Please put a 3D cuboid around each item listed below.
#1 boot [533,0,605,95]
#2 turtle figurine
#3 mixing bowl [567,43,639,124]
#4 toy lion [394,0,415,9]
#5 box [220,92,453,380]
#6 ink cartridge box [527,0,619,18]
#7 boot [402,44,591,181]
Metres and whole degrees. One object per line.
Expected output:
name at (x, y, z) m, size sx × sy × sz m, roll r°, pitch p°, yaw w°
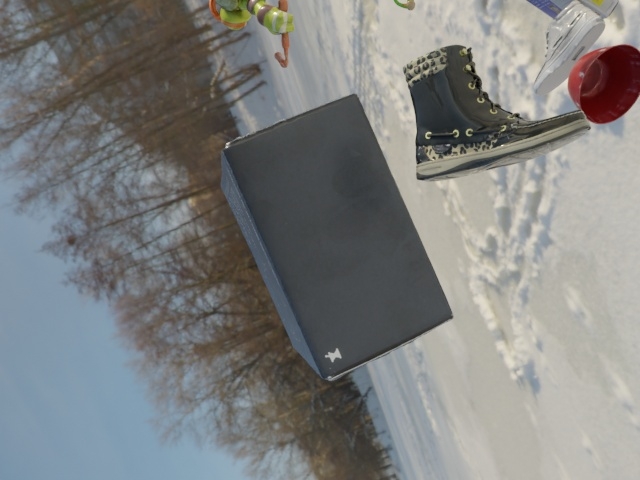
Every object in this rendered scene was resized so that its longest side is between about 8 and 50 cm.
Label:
boot at (0.683, -0.550, 1.712) m, size 0.258 × 0.095 × 0.123 m, roll -54°, pitch 51°, yaw 36°
turtle figurine at (-0.114, -0.354, 0.742) m, size 0.270 × 0.087 × 0.217 m, roll 57°, pitch 155°, yaw 32°
mixing bowl at (0.651, -0.375, 1.399) m, size 0.098 × 0.181 × 0.182 m, roll -125°, pitch 14°, yaw -56°
toy lion at (0.221, -0.677, 1.592) m, size 0.034 × 0.096 × 0.100 m, roll -65°, pitch -5°, yaw -72°
box at (0.000, 0.000, 1.331) m, size 0.472 × 0.297 × 0.480 m, roll 169°, pitch 77°, yaw -82°
ink cartridge box at (0.692, -0.751, 1.787) m, size 0.307 × 0.072 × 0.304 m, roll 33°, pitch -166°, yaw -4°
boot at (0.227, -0.189, 0.816) m, size 0.085 × 0.236 × 0.179 m, roll 0°, pitch -102°, yaw -59°
